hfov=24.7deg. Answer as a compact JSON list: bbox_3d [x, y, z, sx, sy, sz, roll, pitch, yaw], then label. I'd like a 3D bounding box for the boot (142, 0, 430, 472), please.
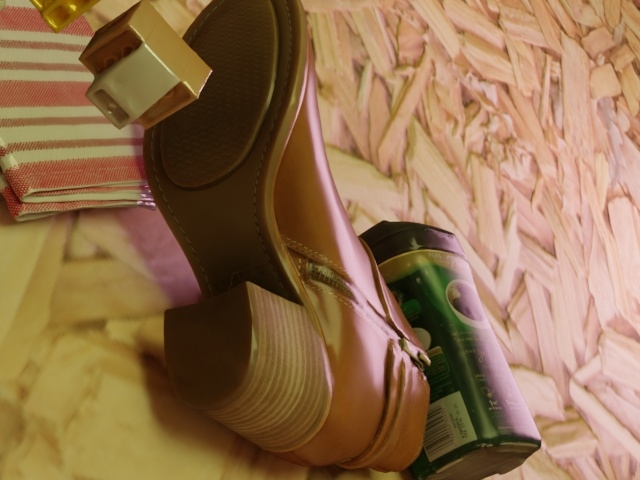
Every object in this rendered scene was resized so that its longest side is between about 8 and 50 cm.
[{"bbox_3d":[0.000,0.000,0.901,0.220,0.109,0.283,30,49,-53],"label":"boot"}]

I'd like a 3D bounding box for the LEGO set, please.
[{"bbox_3d":[-0.179,-0.153,0.656,0.287,0.132,0.107,15,20,-14],"label":"LEGO set"}]

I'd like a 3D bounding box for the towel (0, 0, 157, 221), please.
[{"bbox_3d":[-0.173,-0.100,0.845,0.197,0.029,0.144,60,26,11],"label":"towel"}]

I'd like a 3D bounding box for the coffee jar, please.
[{"bbox_3d":[0.081,0.076,1.025,0.096,0.079,0.184,14,50,-52],"label":"coffee jar"}]

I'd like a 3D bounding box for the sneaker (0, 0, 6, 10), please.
[{"bbox_3d":[-0.192,-0.118,0.712,0.090,0.115,0.232,23,46,-64],"label":"sneaker"}]
